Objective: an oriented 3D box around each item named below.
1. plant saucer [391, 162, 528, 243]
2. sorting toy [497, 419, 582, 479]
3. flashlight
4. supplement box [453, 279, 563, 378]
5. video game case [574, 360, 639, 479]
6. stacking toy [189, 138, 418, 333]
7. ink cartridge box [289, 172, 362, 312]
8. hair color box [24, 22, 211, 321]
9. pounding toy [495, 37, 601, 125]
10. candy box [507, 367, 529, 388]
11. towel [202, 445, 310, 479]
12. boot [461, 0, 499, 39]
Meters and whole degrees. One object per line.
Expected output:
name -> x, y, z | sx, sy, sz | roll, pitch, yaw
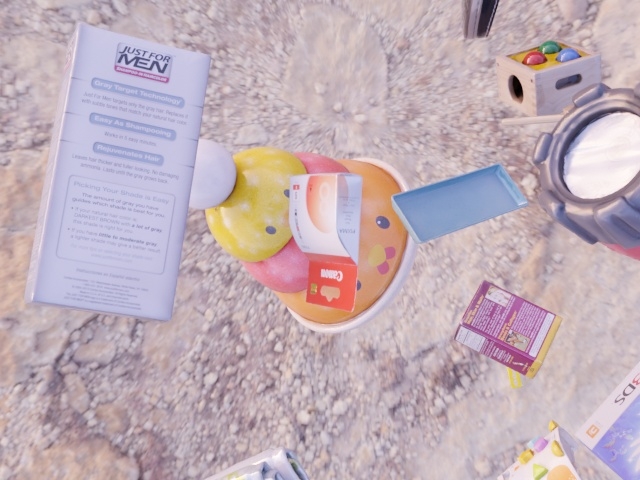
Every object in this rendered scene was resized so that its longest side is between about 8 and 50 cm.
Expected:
plant saucer -> 0.165, -0.043, 1.136 | 0.067, 0.192, 0.018 | 58, 140, 17
sorting toy -> 0.188, 0.203, 0.845 | 0.075, 0.083, 0.045 | -36, 96, 16
flashlight -> 0.271, -0.003, 0.676 | 0.304, 0.103, 0.103 | 26, 76, -40
supplement box -> 0.175, 0.083, 0.897 | 0.083, 0.043, 0.055 | 27, 63, 12
video game case -> 0.466, 0.218, 1.117 | 0.061, 0.269, 0.244 | 40, 92, -30
stacking toy -> -0.087, -0.047, 1.704 | 0.480, 0.351, 0.350 | 22, 100, -43
ink cartridge box -> 0.000, 0.000, 1.287 | 0.045, 0.145, 0.179 | 5, 90, -27
hair color box -> -0.278, -0.086, 1.315 | 0.185, 0.114, 0.374 | 11, 82, -21
pounding toy -> 0.371, -0.255, 1.573 | 0.181, 0.206, 0.094 | -18, 119, -14
candy box -> 0.378, 0.224, 1.850 | 0.027, 0.206, 0.105 | -11, 83, 16
towel -> -0.109, 0.437, 1.089 | 0.375, 0.090, 0.320 | -30, 91, 21
boot -> 0.404, -0.496, 1.623 | 0.284, 0.138, 0.377 | 8, 126, -5
